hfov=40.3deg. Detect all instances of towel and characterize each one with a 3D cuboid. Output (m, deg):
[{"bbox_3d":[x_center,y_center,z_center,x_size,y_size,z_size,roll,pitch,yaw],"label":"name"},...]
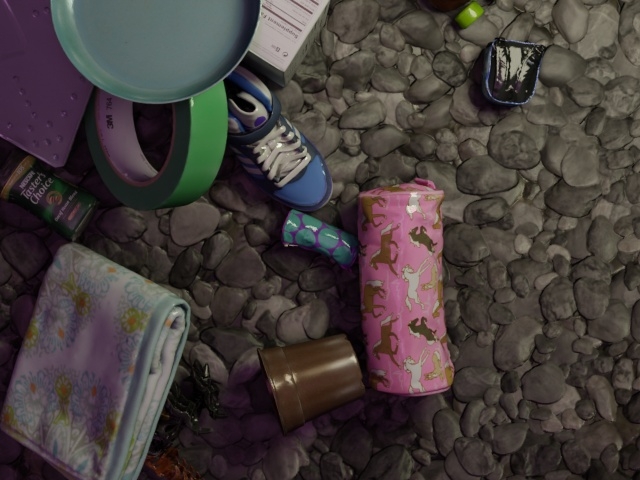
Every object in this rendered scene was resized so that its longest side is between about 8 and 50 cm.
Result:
[{"bbox_3d":[-0.404,0.223,1.524,0.320,0.090,0.374,22,94,31],"label":"towel"}]

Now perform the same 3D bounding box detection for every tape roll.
[{"bbox_3d":[-0.286,-0.213,1.472,0.077,0.321,0.321,-12,97,-44],"label":"tape roll"}]

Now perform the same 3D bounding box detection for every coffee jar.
[{"bbox_3d":[-0.500,-0.083,1.574,0.184,0.079,0.096,32,83,-5],"label":"coffee jar"}]

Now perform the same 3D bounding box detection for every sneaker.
[{"bbox_3d":[-0.099,-0.174,1.509,0.130,0.236,0.323,-40,95,1],"label":"sneaker"}]

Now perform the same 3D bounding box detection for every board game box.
[{"bbox_3d":[-0.544,-0.367,1.466,0.390,0.050,0.390,30,126,-4],"label":"board game box"}]

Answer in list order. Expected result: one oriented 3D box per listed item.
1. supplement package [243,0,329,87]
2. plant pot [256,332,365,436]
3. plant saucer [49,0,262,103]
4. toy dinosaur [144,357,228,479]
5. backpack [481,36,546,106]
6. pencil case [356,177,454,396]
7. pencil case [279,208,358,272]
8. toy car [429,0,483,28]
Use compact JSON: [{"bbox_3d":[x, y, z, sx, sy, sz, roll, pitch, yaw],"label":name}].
[{"bbox_3d":[-0.109,-0.383,1.477,0.204,0.262,0.145,32,92,-4],"label":"supplement package"},{"bbox_3d":[-0.014,0.254,1.596,0.165,0.167,0.167,-16,96,-8],"label":"plant pot"},{"bbox_3d":[-0.245,-0.360,1.316,0.317,0.044,0.318,0,88,2],"label":"plant saucer"},{"bbox_3d":[-0.297,0.333,1.611,0.218,0.164,0.322,-36,113,20],"label":"toy dinosaur"},{"bbox_3d":[0.346,-0.303,1.596,0.105,0.084,0.114,9,91,-5],"label":"backpack"},{"bbox_3d":[0.155,0.083,1.585,0.160,0.167,0.386,-2,97,19],"label":"pencil case"},{"bbox_3d":[0.000,0.000,1.615,0.151,0.064,0.070,22,81,-4],"label":"pencil case"},{"bbox_3d":[0.260,-0.478,1.524,0.149,0.188,0.155,-44,96,2],"label":"toy car"}]
